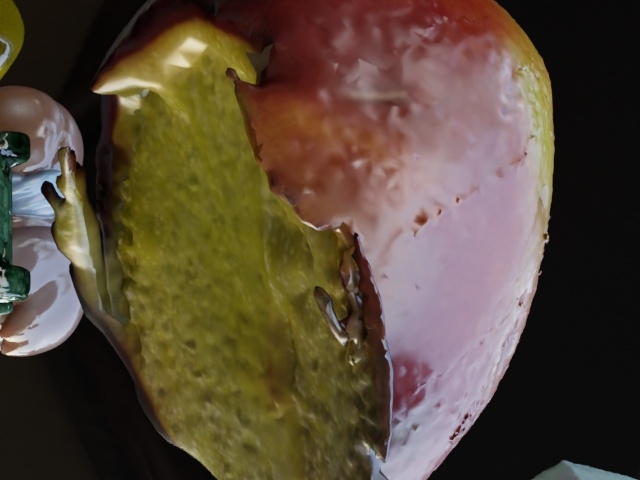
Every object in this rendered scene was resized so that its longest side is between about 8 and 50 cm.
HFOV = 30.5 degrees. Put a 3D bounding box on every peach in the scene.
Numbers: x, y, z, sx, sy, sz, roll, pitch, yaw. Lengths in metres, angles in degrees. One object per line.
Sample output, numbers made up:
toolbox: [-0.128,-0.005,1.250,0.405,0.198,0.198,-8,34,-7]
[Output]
peach: [0.000,0.000,0.841,0.339,0.353,0.417,13,-96,51]

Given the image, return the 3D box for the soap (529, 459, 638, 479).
soap: [0.155,0.214,0.663,0.145,0.230,0.091,-36,-137,-5]

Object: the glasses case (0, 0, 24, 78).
glasses case: [-0.401,-0.214,0.842,0.141,0.371,0.173,-45,-145,17]

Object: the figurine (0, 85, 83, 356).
figurine: [-0.393,0.042,1.138,0.248,0.388,0.277,63,-18,19]

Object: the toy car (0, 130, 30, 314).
toy car: [-0.234,-0.035,0.707,0.321,0.097,0.142,130,-43,-78]
